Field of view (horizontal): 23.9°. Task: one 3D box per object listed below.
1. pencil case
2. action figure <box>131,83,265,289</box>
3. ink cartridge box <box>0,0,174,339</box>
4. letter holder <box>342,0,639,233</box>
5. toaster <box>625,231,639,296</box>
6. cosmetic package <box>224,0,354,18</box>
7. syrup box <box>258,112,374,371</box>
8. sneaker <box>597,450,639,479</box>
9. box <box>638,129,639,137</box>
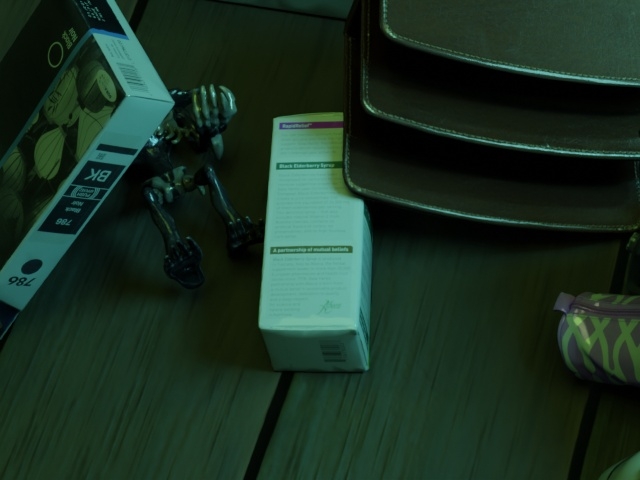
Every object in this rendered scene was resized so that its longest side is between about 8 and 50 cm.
[{"bbox_3d":[0.306,0.086,1.307,0.206,0.088,0.086,-3,49,42],"label":"pencil case"},{"bbox_3d":[-0.156,-0.094,1.491,0.164,0.141,0.276,-21,58,-22],"label":"action figure"},{"bbox_3d":[-0.275,-0.071,1.421,0.333,0.065,0.165,-51,56,28],"label":"ink cartridge box"},{"bbox_3d":[0.182,-0.137,1.411,0.301,0.152,0.215,8,61,-11],"label":"letter holder"},{"bbox_3d":[0.399,0.012,1.360,0.227,0.129,0.146,23,63,17],"label":"toaster"},{"bbox_3d":[0.033,-0.349,1.572,0.384,0.217,0.156,10,62,12],"label":"cosmetic package"},{"bbox_3d":[0.000,0.000,1.441,0.096,0.093,0.237,-1,60,8],"label":"syrup box"},{"bbox_3d":[0.381,0.184,1.271,0.330,0.146,0.123,-3,83,-21],"label":"sneaker"},{"bbox_3d":[0.476,0.036,1.230,0.394,0.097,0.318,2,62,-27],"label":"box"}]
